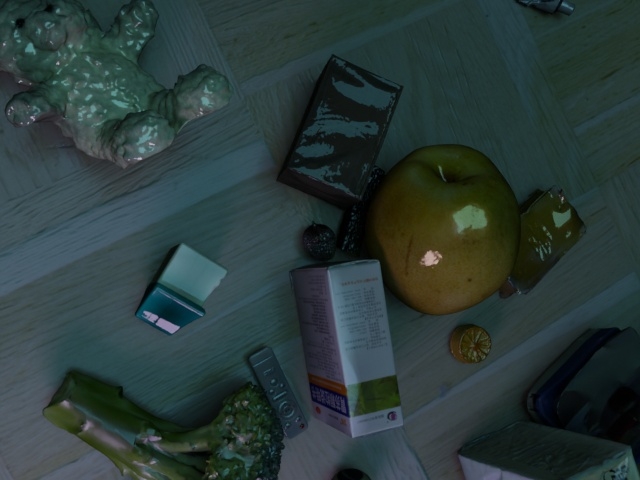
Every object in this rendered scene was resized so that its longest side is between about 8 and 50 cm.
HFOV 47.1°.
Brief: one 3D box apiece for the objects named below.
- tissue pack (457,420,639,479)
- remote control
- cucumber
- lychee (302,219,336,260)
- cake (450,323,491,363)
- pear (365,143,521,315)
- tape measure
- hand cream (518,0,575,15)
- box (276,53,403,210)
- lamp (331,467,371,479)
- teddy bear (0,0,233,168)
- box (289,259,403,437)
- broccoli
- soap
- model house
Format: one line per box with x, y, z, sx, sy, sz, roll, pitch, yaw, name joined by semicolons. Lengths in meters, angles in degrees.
0.475;0.581;1.408;0.205;0.331;0.405;-21;94;-22;tissue pack
-0.081;0.289;1.396;0.050;0.027;0.184;-27;101;-16;remote control
0.078;-0.062;1.447;0.058;0.058;0.187;22;80;-16;cucumber
0.000;0.000;1.411;0.067;0.068;0.083;-19;95;-38;lychee
0.310;0.213;1.518;0.084;0.044;0.084;0;88;-18;cake
0.229;-0.021;1.371;0.314;0.314;0.314;1;87;-18;pear
0.593;0.346;1.559;0.259;0.138;0.262;-39;99;-15;tape measure
0.442;-0.562;1.598;0.257;0.050;0.084;26;78;-9;hand cream
0.034;-0.197;1.385;0.148;0.155;0.231;23;82;-8;box
0.061;0.522;1.407;0.091;0.091;0.163;-8;105;-19;lamp
-0.387;-0.309;1.172;0.327;0.375;0.362;-43;115;-28;teddy bear
0.045;0.188;1.348;0.106;0.200;0.300;-10;91;-20;box
-0.240;0.346;1.267;0.353;0.275;0.397;-23;74;-35;broccoli
0.445;0.002;1.558;0.233;0.076;0.135;-40;99;-15;soap
-0.249;0.092;1.294;0.100;0.127;0.149;34;75;-14;model house
